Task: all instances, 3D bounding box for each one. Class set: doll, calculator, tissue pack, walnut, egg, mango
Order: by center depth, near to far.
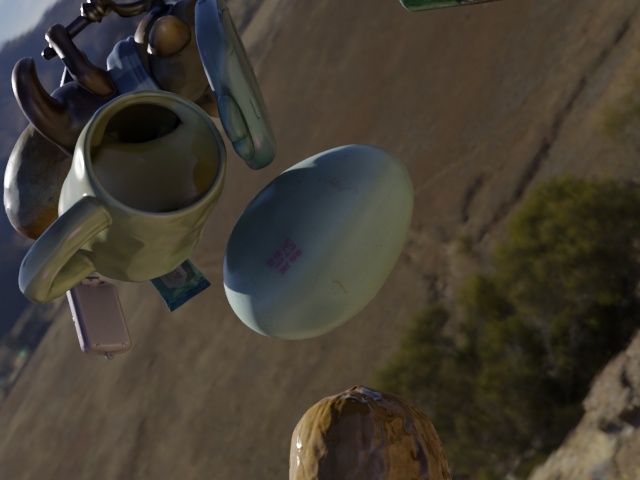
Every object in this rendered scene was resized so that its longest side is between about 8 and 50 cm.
[{"bbox_3d":[0.057,0.276,1.394,0.195,0.195,0.222,144,122,-59],"label":"walnut"},{"bbox_3d":[-0.097,-0.183,1.397,0.041,0.186,0.299,-20,30,4],"label":"calculator"},{"bbox_3d":[0.000,0.000,1.419,0.264,0.183,0.183,-47,14,7],"label":"egg"},{"bbox_3d":[-0.303,-0.262,1.901,0.339,0.318,0.209,-28,37,22],"label":"doll"},{"bbox_3d":[-0.253,0.042,1.989,0.085,0.138,0.028,-35,16,5],"label":"tissue pack"},{"bbox_3d":[-0.407,0.141,2.234,0.032,0.100,0.175,-46,54,41],"label":"calculator"},{"bbox_3d":[-0.512,-0.141,2.348,0.146,0.193,0.316,-18,-39,-55],"label":"mango"}]

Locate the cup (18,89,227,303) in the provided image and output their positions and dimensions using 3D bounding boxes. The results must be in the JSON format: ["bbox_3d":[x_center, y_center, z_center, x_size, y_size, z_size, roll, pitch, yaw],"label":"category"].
[{"bbox_3d":[-0.220,-0.022,1.388,0.202,0.173,0.255,127,163,-60],"label":"cup"}]

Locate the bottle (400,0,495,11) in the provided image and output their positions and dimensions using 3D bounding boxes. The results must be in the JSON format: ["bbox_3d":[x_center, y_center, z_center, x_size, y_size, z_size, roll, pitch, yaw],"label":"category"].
[{"bbox_3d":[0.266,-0.403,1.801,0.330,0.093,0.093,-1,52,38],"label":"bottle"}]
